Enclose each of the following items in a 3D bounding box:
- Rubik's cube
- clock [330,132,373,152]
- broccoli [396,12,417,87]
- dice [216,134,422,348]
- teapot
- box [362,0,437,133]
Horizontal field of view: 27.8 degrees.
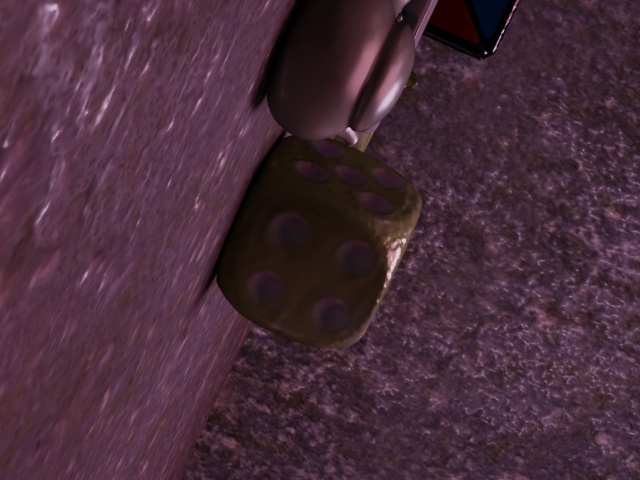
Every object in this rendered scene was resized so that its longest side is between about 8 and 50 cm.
[{"bbox_3d":[0.224,-0.469,2.085,0.248,0.246,0.250,-65,178,26],"label":"Rubik's cube"},{"bbox_3d":[0.076,-0.287,2.455,0.286,0.117,0.348,104,11,-80],"label":"clock"},{"bbox_3d":[0.068,-0.265,1.856,0.154,0.160,0.167,-32,-150,34],"label":"broccoli"},{"bbox_3d":[0.000,0.000,2.009,0.252,0.250,0.254,-64,179,26],"label":"dice"},{"bbox_3d":[0.055,-0.259,1.531,0.318,0.149,0.220,-64,180,3],"label":"teapot"},{"bbox_3d":[0.082,-0.312,1.949,0.044,0.142,0.285,16,101,-60],"label":"box"}]
